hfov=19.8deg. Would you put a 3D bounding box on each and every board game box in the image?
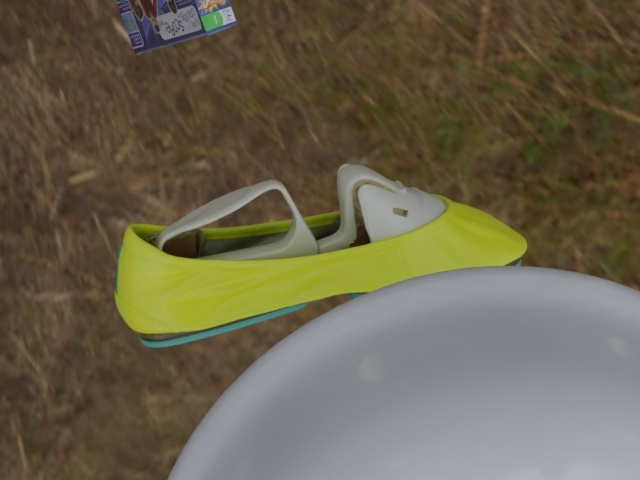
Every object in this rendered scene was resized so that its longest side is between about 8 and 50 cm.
[{"bbox_3d":[-0.155,-0.257,1.786,0.035,0.201,0.136,-23,100,-24],"label":"board game box"}]

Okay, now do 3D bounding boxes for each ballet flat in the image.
[{"bbox_3d":[0.000,0.000,1.002,0.231,0.077,0.077,-11,110,-7],"label":"ballet flat"}]

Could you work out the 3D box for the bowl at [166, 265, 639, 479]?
[{"bbox_3d":[0.077,0.170,0.734,0.298,0.134,0.297,-2,109,-7],"label":"bowl"}]
